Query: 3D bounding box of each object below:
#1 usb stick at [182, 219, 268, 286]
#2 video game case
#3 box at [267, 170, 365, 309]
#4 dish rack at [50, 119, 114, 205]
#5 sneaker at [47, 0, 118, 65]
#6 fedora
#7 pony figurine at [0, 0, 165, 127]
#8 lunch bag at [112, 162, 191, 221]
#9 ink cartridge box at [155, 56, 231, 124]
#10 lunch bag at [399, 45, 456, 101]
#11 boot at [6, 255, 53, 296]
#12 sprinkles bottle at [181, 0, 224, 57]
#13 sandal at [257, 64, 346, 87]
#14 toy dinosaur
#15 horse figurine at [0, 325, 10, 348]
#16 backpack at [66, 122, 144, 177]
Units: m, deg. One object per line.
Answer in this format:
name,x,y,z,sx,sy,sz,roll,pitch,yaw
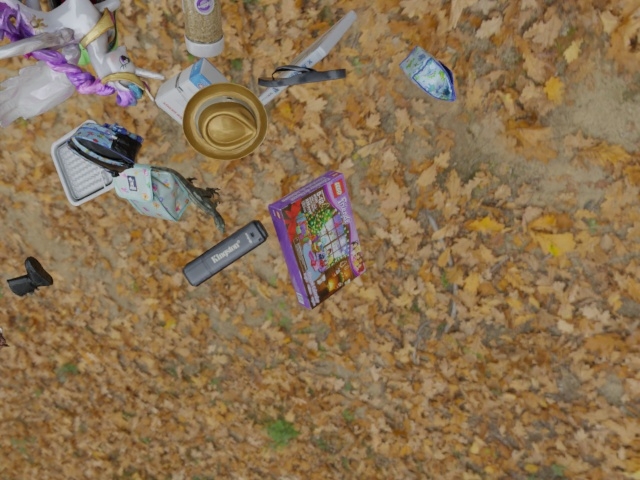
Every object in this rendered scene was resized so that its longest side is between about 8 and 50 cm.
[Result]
usb stick,-0.280,0.038,1.518,0.278,0.045,0.077,-33,76,7
video game case,-0.043,-0.585,1.662,0.300,0.329,0.036,-26,116,39
box,0.000,0.000,1.294,0.057,0.201,0.293,20,135,47
dish rack,-0.955,-0.316,2.135,0.333,0.072,0.285,-18,94,30
sneaker,-0.641,-0.698,1.401,0.185,0.482,0.202,-13,155,-16
fedora,-0.206,-0.253,1.152,0.195,0.079,0.194,-9,121,-16
pony figurine,-0.521,-0.395,0.990,0.303,0.351,0.363,173,75,-76
lunch bag,-0.672,-0.207,2.035,0.224,0.160,0.262,12,151,29
ink cartridge box,-0.370,-0.433,1.542,0.191,0.082,0.140,-17,142,30
lunch bag,0.317,-0.467,1.480,0.151,0.128,0.096,35,112,-29
boot,-0.812,0.102,1.429,0.099,0.045,0.121,-18,138,-3
sprinkles bottle,-0.351,-0.720,1.514,0.121,0.121,0.355,20,143,10
sandal,-0.052,-0.464,1.440,0.255,0.097,0.054,-2,110,17
toy dinosaur,-0.347,-0.135,1.460,0.268,0.118,0.064,43,109,-14
horse figurine,-0.837,0.213,1.145,0.066,0.263,0.174,1,106,19
backpack,-0.614,-0.272,1.467,0.173,0.116,0.158,26,158,-34
